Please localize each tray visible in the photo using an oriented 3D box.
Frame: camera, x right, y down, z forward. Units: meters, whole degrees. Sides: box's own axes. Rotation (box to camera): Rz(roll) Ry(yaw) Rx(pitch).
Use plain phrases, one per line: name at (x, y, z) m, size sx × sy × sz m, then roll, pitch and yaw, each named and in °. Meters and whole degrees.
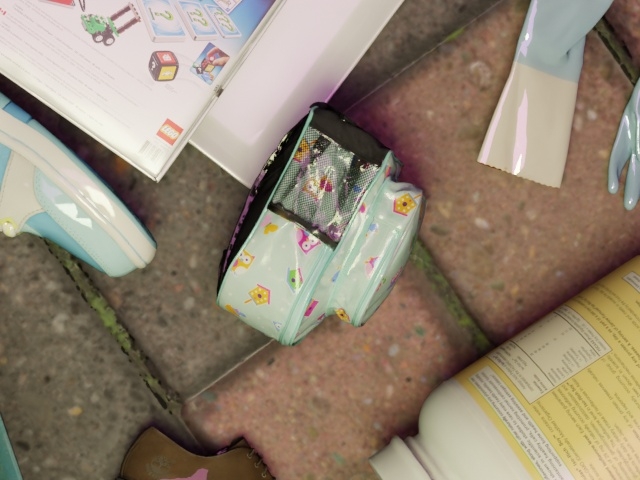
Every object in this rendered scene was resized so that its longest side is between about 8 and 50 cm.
tray at (-0.031, -0.190, 1.680) m, size 0.145 × 0.030 × 0.270 m, roll 37°, pitch 88°, yaw -5°

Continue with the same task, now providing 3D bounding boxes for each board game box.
board game box at (-0.204, -0.213, 1.617) m, size 0.305 × 0.053 × 0.193 m, roll 36°, pitch 89°, yaw -7°

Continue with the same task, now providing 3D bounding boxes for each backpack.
backpack at (0.000, 0.000, 1.622) m, size 0.144 × 0.166 × 0.188 m, roll 37°, pitch 91°, yaw 4°

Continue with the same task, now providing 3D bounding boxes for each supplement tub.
supplement tub at (0.232, 0.174, 1.615) m, size 0.331 × 0.241 × 0.241 m, roll -33°, pitch 95°, yaw -4°

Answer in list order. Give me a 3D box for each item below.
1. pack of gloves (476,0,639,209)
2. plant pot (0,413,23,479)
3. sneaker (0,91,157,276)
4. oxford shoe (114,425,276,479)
pack of gloves at (0.254, -0.151, 1.714) m, size 0.195 × 0.046 × 0.232 m, roll 17°, pitch 93°, yaw -18°
plant pot at (-0.391, 0.261, 1.498) m, size 0.334 × 0.341 × 0.341 m, roll -18°, pitch 94°, yaw -7°
sneaker at (-0.307, -0.026, 1.614) m, size 0.319 × 0.127 × 0.208 m, roll 38°, pitch 86°, yaw 4°
oxford shoe at (-0.059, 0.220, 1.669) m, size 0.227 × 0.083 × 0.096 m, roll 24°, pitch 77°, yaw -11°
